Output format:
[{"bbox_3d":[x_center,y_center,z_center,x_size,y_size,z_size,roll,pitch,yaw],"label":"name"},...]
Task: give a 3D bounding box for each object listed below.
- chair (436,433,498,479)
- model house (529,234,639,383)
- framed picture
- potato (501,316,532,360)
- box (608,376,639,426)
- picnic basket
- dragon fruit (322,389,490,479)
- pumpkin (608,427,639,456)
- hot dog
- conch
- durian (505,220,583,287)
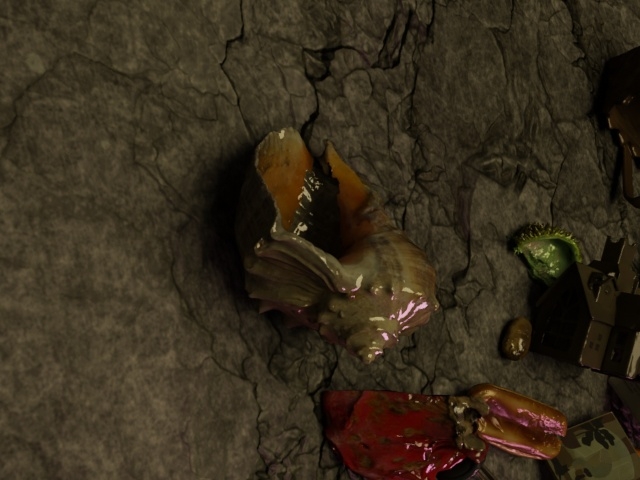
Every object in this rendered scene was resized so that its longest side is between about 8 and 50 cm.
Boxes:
[{"bbox_3d":[0.252,0.397,1.471,0.095,0.104,0.221,-40,113,-18],"label":"chair"},{"bbox_3d":[0.522,0.115,1.643,0.211,0.204,0.243,20,84,-35],"label":"model house"},{"bbox_3d":[0.491,0.394,1.666,0.201,0.010,0.136,-12,61,-31],"label":"framed picture"},{"bbox_3d":[0.343,0.171,1.613,0.051,0.040,0.083,45,58,-33],"label":"potato"},{"bbox_3d":[0.763,0.244,1.774,0.225,0.341,0.143,32,20,-34],"label":"box"},{"bbox_3d":[0.723,-0.230,1.862,0.291,0.254,0.321,34,49,-31],"label":"picnic basket"},{"bbox_3d":[0.150,0.281,1.328,0.262,0.211,0.134,12,69,-34],"label":"dragon fruit"},{"bbox_3d":[0.559,0.478,1.722,0.290,0.095,0.258,30,62,-27],"label":"pumpkin"},{"bbox_3d":[0.320,0.305,1.557,0.249,0.068,0.100,26,80,-34],"label":"hot dog"},{"bbox_3d":[-0.012,0.013,1.231,0.210,0.352,0.297,-46,136,14],"label":"conch"},{"bbox_3d":[0.410,0.020,1.675,0.215,0.086,0.100,43,72,-31],"label":"durian"}]
